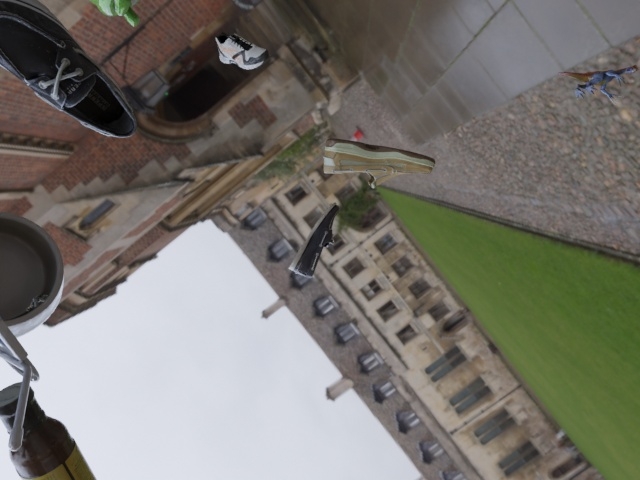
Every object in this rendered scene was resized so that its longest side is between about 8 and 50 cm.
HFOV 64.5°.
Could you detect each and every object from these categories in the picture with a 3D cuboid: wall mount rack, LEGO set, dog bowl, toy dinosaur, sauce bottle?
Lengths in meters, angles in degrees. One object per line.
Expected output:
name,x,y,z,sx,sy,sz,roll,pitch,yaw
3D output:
wall mount rack,-0.568,0.168,0.814,0.304,0.130,0.350,13,133,31
LEGO set,-0.671,0.142,1.193,0.023,0.083,0.054,57,-156,-14
dog bowl,-0.838,0.083,1.307,0.349,0.102,0.348,18,-119,-35
toy dinosaur,0.399,-0.232,0.712,0.090,0.082,0.047,50,167,2
sauce bottle,-0.529,0.431,0.995,0.111,0.111,0.344,-113,9,-68

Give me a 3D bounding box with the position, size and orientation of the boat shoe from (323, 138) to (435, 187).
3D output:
boat shoe,0.098,-0.124,0.865,0.190,0.072,0.068,8,-172,-2

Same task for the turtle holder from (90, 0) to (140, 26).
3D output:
turtle holder,-0.442,-0.606,1.041,0.227,0.243,0.320,39,-160,-16

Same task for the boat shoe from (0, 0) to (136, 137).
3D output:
boat shoe,-0.389,-0.249,0.766,0.102,0.108,0.301,47,177,24

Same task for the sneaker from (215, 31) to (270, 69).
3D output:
sneaker,-0.126,-0.300,0.799,0.109,0.040,0.043,21,146,31

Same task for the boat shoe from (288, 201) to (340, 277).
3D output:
boat shoe,0.000,0.000,1.240,0.065,0.206,0.075,33,160,-2
